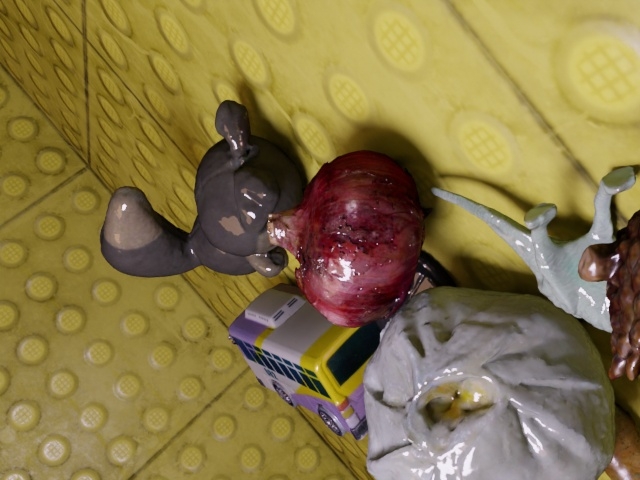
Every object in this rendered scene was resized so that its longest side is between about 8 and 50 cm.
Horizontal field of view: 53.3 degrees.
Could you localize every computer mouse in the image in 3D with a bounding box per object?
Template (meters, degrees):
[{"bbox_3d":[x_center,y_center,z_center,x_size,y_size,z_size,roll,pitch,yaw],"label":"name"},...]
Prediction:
[{"bbox_3d":[0.145,0.116,1.103,0.137,0.086,0.270,39,155,21],"label":"computer mouse"}]

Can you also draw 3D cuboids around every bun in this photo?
[{"bbox_3d":[0.200,0.229,0.836,0.354,0.355,0.194,36,-167,28],"label":"bun"}]

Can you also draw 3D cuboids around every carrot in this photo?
[{"bbox_3d":[0.445,0.356,0.852,0.298,0.078,0.078,63,163,19],"label":"carrot"}]

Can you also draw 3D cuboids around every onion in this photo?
[{"bbox_3d":[0.034,-0.008,0.887,0.218,0.252,0.252,8,150,2],"label":"onion"}]

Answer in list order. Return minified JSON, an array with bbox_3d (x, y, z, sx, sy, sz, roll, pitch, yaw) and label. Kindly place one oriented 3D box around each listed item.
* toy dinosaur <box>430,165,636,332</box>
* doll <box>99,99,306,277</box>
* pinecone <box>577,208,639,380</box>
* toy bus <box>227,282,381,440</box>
[{"bbox_3d":[0.269,0.010,0.704,0.392,0.092,0.206,16,148,39],"label":"toy dinosaur"},{"bbox_3d":[-0.199,-0.037,1.143,0.252,0.378,0.382,57,159,24],"label":"doll"},{"bbox_3d":[0.335,0.041,0.470,0.272,0.224,0.224,14,144,23],"label":"pinecone"},{"bbox_3d":[-0.019,0.245,1.446,0.439,0.209,0.249,7,133,58],"label":"toy bus"}]
